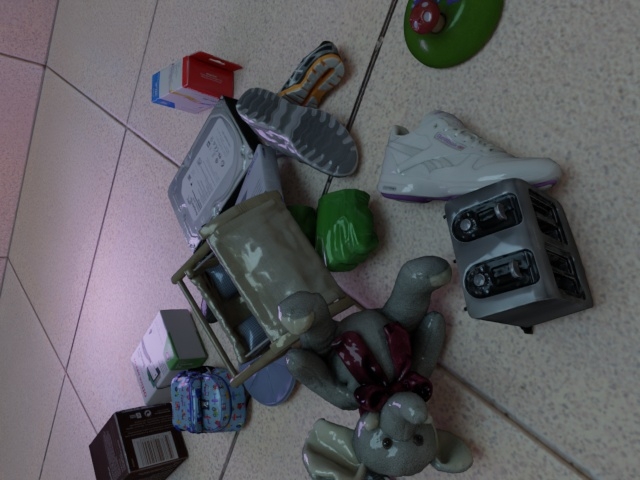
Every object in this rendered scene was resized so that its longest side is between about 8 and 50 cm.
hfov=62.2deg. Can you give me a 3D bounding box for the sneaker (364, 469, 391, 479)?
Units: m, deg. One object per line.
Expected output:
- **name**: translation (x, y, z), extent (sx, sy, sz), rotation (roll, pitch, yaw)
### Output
- **sneaker**: translation (0.106, 0.496, 0.870), extent (0.078, 0.106, 0.234), rotation (-40, 60, 35)

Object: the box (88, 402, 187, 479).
- **box**: translation (-0.496, 0.569, 1.433), extent (0.203, 0.168, 0.167), rotation (-48, 56, 31)

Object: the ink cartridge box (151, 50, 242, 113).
- **ink cartridge box**: translation (-0.317, -0.399, 1.355), extent (0.231, 0.134, 0.078), rotation (-3, 84, 46)

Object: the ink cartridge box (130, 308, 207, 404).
- **ink cartridge box**: translation (-0.412, 0.314, 1.423), extent (0.219, 0.093, 0.160), rotation (-52, 53, 29)

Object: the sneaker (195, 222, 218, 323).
- **sneaker**: translation (-0.266, 0.074, 1.287), extent (0.101, 0.106, 0.267), rotation (23, 104, 43)

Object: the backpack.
- **backpack**: translation (-0.256, 0.378, 1.245), extent (0.173, 0.117, 0.158), rotation (-6, 83, 42)

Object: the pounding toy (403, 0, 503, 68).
- **pounding toy**: translation (0.202, -0.401, 0.843), extent (0.237, 0.110, 0.183), rotation (-50, 55, 31)

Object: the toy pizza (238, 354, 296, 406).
- **toy pizza**: translation (-0.113, 0.260, 1.166), extent (0.201, 0.032, 0.201), rotation (-3, 86, 45)

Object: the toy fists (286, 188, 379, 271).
- **toy fists**: translation (0.000, 0.000, 1.030), extent (0.279, 0.096, 0.142), rotation (-12, 70, 47)

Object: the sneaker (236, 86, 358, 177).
- **sneaker**: translation (-0.037, -0.212, 1.076), extent (0.281, 0.115, 0.105), rotation (36, 82, 19)

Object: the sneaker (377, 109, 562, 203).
- **sneaker**: translation (0.209, -0.129, 0.809), extent (0.305, 0.114, 0.152), rotation (8, 94, 46)

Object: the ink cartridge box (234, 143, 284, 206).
- **ink cartridge box**: translation (-0.139, -0.053, 1.134), extent (0.224, 0.045, 0.223), rotation (-104, 33, -44)

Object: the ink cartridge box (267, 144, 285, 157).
- **ink cartridge box**: translation (-0.071, -0.219, 1.164), extent (0.115, 0.029, 0.062), rotation (-1, 87, 46)

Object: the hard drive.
- **hard drive**: translation (-0.266, -0.159, 1.336), extent (0.339, 0.064, 0.237), rotation (-50, 54, 32)

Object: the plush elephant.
- **plush elephant**: translation (0.094, 0.232, 0.803), extent (0.255, 0.272, 0.330), rotation (-117, 22, -45)

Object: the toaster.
- **toaster**: translation (0.266, 0.026, 0.708), extent (0.110, 0.186, 0.168), rotation (-25, 61, 39)

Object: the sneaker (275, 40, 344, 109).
- **sneaker**: translation (-0.031, -0.327, 1.106), extent (0.215, 0.084, 0.083), rotation (-30, 50, 38)

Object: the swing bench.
- **swing bench**: translation (-0.117, 0.090, 0.975), extent (0.253, 0.165, 0.254), rotation (55, 137, 13)
